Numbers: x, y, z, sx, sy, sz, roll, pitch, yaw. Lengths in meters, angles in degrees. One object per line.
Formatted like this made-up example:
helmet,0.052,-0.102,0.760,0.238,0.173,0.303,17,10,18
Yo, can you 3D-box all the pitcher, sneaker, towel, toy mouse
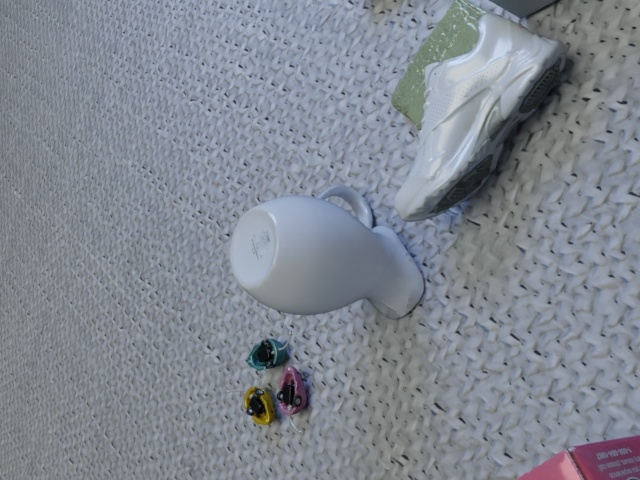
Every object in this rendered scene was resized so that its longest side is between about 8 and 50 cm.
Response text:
pitcher,0.000,0.000,0.826,0.125,0.207,0.178,-46,52,33
sneaker,0.140,-0.125,0.765,0.115,0.090,0.232,44,108,23
towel,0.146,-0.186,0.827,0.148,0.027,0.110,-56,49,24
toy mouse,-0.053,0.181,0.987,0.161,0.031,0.143,34,110,45

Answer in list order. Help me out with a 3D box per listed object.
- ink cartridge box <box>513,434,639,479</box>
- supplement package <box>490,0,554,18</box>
ink cartridge box,0.252,0.283,0.501,0.117,0.207,0.283,-47,52,34
supplement package,0.236,-0.331,0.664,0.244,0.139,0.134,-21,67,45
